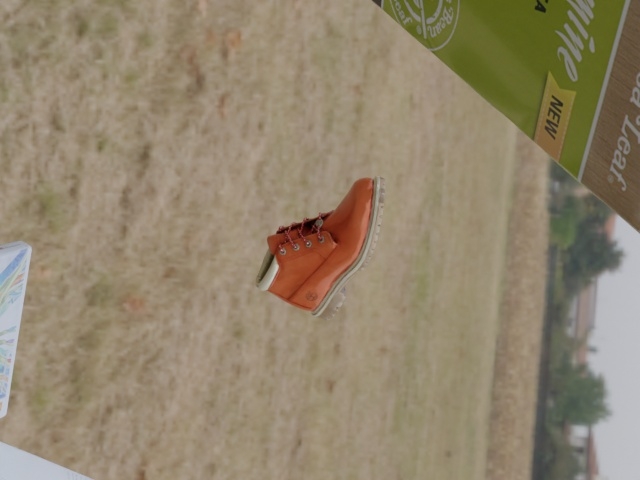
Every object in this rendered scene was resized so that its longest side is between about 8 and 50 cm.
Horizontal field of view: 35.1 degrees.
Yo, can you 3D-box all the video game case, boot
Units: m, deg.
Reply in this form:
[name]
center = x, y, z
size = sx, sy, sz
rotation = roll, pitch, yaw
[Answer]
[video game case]
center = -0.594, 0.180, 1.592
size = 0.300, 0.036, 0.329
rotation = -21, 129, -59
[boot]
center = 0.000, 0.000, 0.889
size = 0.059, 0.084, 0.158
rotation = -87, -158, -55

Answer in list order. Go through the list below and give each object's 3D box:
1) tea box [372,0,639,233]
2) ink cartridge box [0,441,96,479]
[tea box]
center = 0.204, -0.213, 0.503
size = 0.323, 0.329, 0.220
rotation = 52, -31, 42
[ink cartridge box]
center = -0.344, 0.367, 1.289
size = 0.332, 0.165, 0.065
rotation = 40, 21, -41
